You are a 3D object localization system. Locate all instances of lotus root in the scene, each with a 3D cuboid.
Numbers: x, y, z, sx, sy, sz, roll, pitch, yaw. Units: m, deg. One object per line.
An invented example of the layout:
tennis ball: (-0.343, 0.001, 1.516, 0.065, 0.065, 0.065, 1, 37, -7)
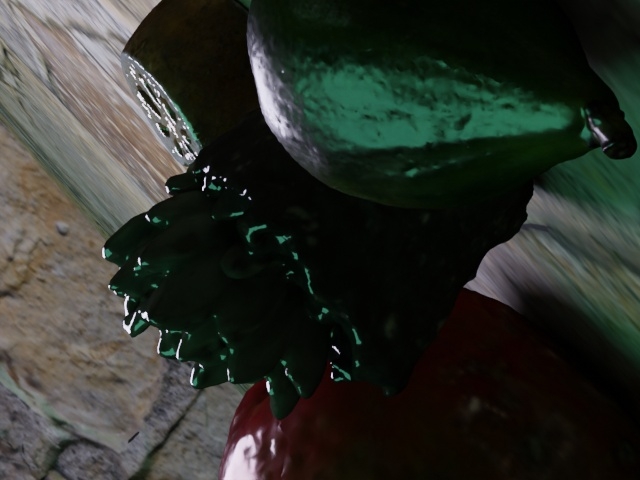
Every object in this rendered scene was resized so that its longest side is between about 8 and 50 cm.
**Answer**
lotus root: (-0.069, -0.101, 1.103, 0.112, 0.081, 0.122, 57, 167, -16)

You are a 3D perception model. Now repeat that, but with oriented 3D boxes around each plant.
plant: (0.000, 0.000, 0.851, 0.132, 0.194, 0.129, 52, 173, -24)

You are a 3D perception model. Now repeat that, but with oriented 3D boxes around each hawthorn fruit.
hawthorn fruit: (0.072, 0.152, 1.045, 0.262, 0.258, 0.258, 63, -179, 36)

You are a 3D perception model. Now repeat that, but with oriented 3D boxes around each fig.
fig: (0.057, -0.062, 0.671, 0.177, 0.117, 0.117, 12, 148, 44)
